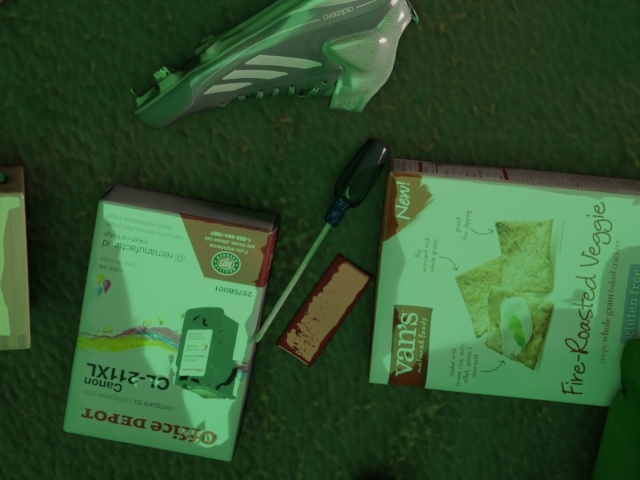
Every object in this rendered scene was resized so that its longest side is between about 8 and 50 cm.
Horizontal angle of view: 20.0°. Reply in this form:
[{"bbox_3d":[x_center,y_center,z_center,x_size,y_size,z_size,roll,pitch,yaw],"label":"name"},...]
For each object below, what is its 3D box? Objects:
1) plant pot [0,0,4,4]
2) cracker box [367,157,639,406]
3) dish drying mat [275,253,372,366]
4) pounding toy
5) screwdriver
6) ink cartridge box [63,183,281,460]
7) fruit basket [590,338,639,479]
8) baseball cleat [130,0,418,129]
[{"bbox_3d":[-0.310,-0.244,1.234,0.237,0.110,0.237,1,101,3],"label":"plant pot"},{"bbox_3d":[0.155,0.031,1.292,0.232,0.067,0.155,5,103,2],"label":"cracker box"},{"bbox_3d":[0.003,0.052,1.334,0.032,0.008,0.083,34,103,-4],"label":"dish drying mat"},{"bbox_3d":[-0.258,-0.005,1.282,0.100,0.130,0.141,-3,102,-9],"label":"pounding toy"},{"bbox_3d":[0.000,0.000,1.283,0.024,0.025,0.170,35,75,-13],"label":"screwdriver"},{"bbox_3d":[-0.107,0.059,1.308,0.127,0.072,0.175,10,102,0],"label":"ink cartridge box"},{"bbox_3d":[0.376,0.191,1.133,0.392,0.392,0.283,12,102,0],"label":"fruit basket"},{"bbox_3d":[-0.028,-0.116,1.268,0.206,0.072,0.109,-33,105,13],"label":"baseball cleat"}]
